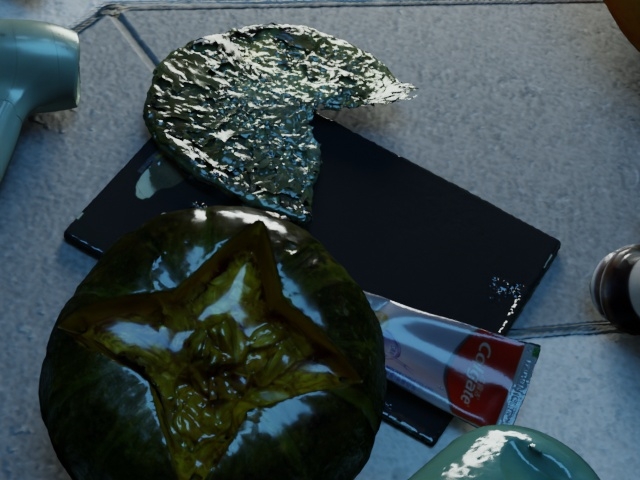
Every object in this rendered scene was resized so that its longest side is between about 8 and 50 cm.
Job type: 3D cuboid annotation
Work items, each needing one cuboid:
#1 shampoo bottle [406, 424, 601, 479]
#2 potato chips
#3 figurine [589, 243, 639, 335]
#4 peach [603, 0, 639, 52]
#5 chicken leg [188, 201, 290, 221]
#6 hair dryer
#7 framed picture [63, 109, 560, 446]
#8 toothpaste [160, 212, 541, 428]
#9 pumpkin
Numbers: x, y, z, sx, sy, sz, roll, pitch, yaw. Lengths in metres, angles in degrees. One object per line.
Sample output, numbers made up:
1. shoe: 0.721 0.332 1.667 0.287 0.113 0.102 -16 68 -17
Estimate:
1. shampoo bottle: 0.053 0.244 1.192 0.222 0.151 0.349 36 49 25
2. potato chips: -0.031 -0.108 1.551 0.220 0.029 0.202 -32 60 -34
3. figurine: 0.401 0.008 1.466 0.323 0.196 0.320 -35 56 -28
4. peach: 0.412 -0.269 1.650 0.372 0.290 0.373 10 45 -10
5. chicken leg: -0.061 -0.009 1.460 0.083 0.021 0.036 8 58 -3
6. hair dryer: -0.292 -0.074 1.456 0.206 0.075 0.237 3 56 -3
7. framed picture: 0.000 0.000 1.490 0.324 0.013 0.244 28 48 11
8. toothpaste: 0.014 0.053 1.410 0.301 0.048 0.075 24 44 3
9. pumpkin: -0.069 0.096 1.284 0.238 0.159 0.238 1 72 -4
